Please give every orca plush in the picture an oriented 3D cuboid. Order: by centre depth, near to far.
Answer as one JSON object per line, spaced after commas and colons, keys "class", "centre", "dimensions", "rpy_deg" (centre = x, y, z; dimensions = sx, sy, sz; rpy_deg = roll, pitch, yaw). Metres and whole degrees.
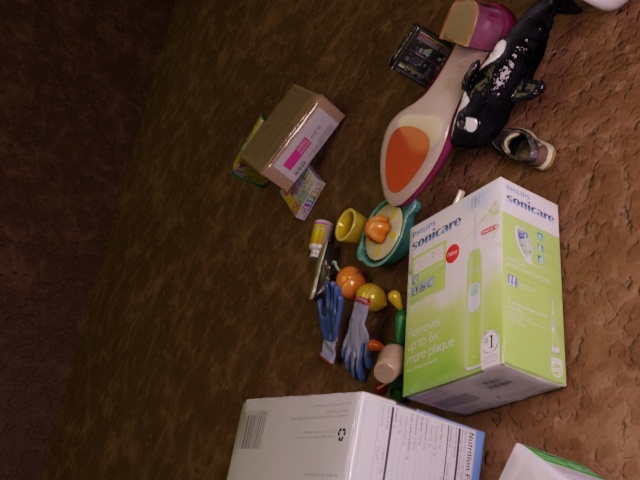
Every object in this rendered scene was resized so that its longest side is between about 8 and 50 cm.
{"class": "orca plush", "centre": [0.324, -0.256, 1.287], "dimensions": [0.287, 0.151, 0.102], "rpy_deg": [-49, 54, -3]}

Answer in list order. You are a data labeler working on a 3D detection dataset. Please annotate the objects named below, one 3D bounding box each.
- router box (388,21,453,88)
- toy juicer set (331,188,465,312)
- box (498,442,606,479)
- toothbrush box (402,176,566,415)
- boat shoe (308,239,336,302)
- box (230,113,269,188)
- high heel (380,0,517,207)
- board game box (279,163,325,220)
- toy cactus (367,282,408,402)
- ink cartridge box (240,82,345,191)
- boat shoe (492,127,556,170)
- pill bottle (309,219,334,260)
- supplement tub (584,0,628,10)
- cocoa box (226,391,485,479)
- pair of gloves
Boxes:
{"class": "router box", "centre": [0.202, -0.341, 1.541], "dimensions": [0.092, 0.122, 0.038], "rpy_deg": [-54, 24, 24]}
{"class": "toy juicer set", "centre": [0.113, 0.022, 1.475], "dimensions": [0.329, 0.089, 0.209], "rpy_deg": [-14, 58, 57]}
{"class": "box", "centre": [0.268, 0.396, 0.878], "dimensions": [0.262, 0.127, 0.231], "rpy_deg": [-65, 25, 3]}
{"class": "toothbrush box", "centre": [0.231, 0.085, 1.177], "dimensions": [0.206, 0.122, 0.283], "rpy_deg": [-32, 42, 50]}
{"class": "boat shoe", "centre": [0.009, 0.064, 1.689], "dimensions": [0.049, 0.042, 0.133], "rpy_deg": [125, 158, -69]}
{"class": "box", "centre": [-0.151, -0.227, 2.124], "dimensions": [0.179, 0.105, 0.043], "rpy_deg": [-56, 21, 22]}
{"class": "high heel", "centre": [0.234, -0.225, 1.417], "dimensions": [0.127, 0.181, 0.377], "rpy_deg": [39, 114, 32]}
{"class": "board game box", "centre": [-0.044, -0.125, 1.940], "dimensions": [0.103, 0.026, 0.154], "rpy_deg": [-60, 28, 15]}
{"class": "toy cactus", "centre": [0.120, 0.165, 1.283], "dimensions": [0.180, 0.112, 0.219], "rpy_deg": [-34, -35, -63]}
{"class": "ink cartridge box", "centre": [-0.071, -0.251, 1.970], "dimensions": [0.234, 0.088, 0.193], "rpy_deg": [-52, 29, 3]}
{"class": "boat shoe", "centre": [0.310, -0.152, 1.284], "dimensions": [0.056, 0.049, 0.152], "rpy_deg": [-66, 26, 8]}
{"class": "pill bottle", "centre": [0.000, 0.000, 1.747], "dimensions": [0.043, 0.043, 0.083], "rpy_deg": [-15, 57, 58]}
{"class": "supplement tub", "centre": [0.431, -0.506, 1.126], "dimensions": [0.316, 0.228, 0.228], "rpy_deg": [-51, 32, 31]}
{"class": "cocoa box", "centre": [0.036, 0.367, 1.206], "dimensions": [0.347, 0.228, 0.231], "rpy_deg": [-21, 52, 55]}
{"class": "pair of gloves", "centre": [0.044, 0.164, 1.509], "dimensions": [0.198, 0.023, 0.159], "rpy_deg": [23, 110, 59]}
